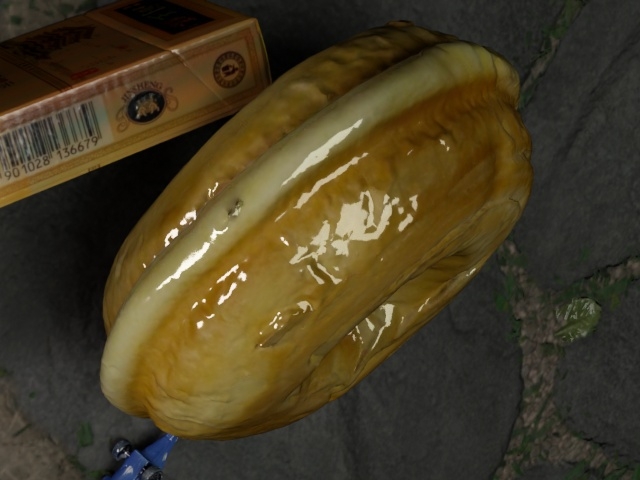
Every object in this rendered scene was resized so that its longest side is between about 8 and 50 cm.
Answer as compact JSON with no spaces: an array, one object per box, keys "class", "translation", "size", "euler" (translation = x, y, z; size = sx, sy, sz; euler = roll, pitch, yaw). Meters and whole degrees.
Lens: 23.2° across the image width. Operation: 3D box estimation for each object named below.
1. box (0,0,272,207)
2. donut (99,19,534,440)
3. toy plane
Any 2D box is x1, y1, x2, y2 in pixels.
[{"class":"box","translation":[-0.200,-0.121,1.270],"size":[0.274,0.174,0.076],"euler":[-24,120,-23]},{"class":"donut","translation":[0.000,0.000,1.330],"size":[0.449,0.198,0.449],"euler":[-37,164,-12]},{"class":"toy plane","translation":[-0.156,0.205,1.499],"size":[0.167,0.054,0.062],"euler":[-51,151,-7]}]
